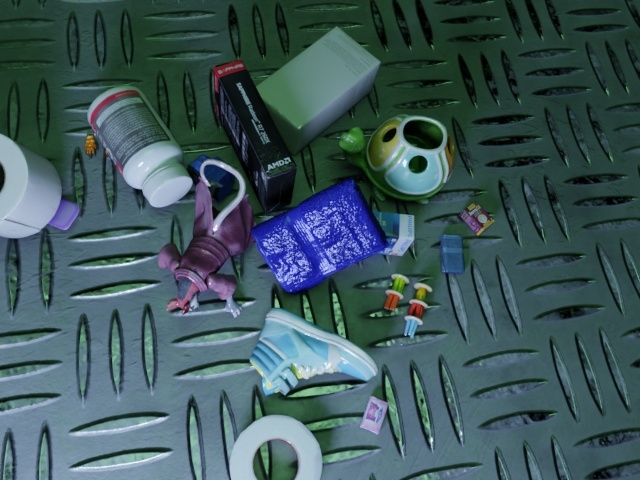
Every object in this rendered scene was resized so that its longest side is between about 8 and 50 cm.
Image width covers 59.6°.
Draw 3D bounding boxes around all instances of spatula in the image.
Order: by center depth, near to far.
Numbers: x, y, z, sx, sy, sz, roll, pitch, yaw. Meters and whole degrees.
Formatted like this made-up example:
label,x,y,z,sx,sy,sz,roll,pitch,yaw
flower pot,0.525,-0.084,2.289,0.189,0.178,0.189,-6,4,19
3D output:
label,x,y,z,sx,sy,sz,roll,pitch,yaw
spatula,-0.794,-0.116,1.522,0.296,0.030,0.084,25,66,3

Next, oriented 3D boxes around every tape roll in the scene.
label,x,y,z,sx,sy,sz,roll,pitch,yaw
tape roll,-0.107,0.532,1.335,0.219,0.072,0.219,3,69,-7
tape roll,-0.817,-0.137,1.422,0.246,0.169,0.246,0,82,2

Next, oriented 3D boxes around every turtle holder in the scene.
label,x,y,z,sx,sy,sz,roll,pitch,yaw
turtle holder,0.235,-0.264,1.615,0.320,0.227,0.243,33,69,6

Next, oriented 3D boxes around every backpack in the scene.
label,x,y,z,sx,sy,sz,roll,pitch,yaw
backpack,-0.309,-0.185,1.583,0.120,0.098,0.101,32,58,19

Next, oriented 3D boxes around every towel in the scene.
label,x,y,z,sx,sy,sz,roll,pitch,yaw
towel,0.000,0.000,1.442,0.308,0.076,0.228,-28,115,11
towel,0.383,0.039,1.621,0.067,0.029,0.120,4,67,-6

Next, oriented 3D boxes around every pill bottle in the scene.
label,x,y,z,sx,sy,sz,roll,pitch,yaw
pill bottle,-0.488,-0.254,1.540,0.176,0.176,0.319,-31,75,-18

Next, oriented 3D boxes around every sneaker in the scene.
label,x,y,z,sx,sy,sz,roll,pitch,yaw
sneaker,-0.030,0.324,1.403,0.319,0.127,0.208,23,65,12

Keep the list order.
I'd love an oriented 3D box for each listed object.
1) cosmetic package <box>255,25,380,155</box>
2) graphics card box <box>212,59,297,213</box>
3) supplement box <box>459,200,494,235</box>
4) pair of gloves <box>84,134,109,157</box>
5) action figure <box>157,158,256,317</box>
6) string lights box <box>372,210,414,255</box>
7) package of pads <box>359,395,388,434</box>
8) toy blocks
label,x,y,z,sx,sy,sz,roll,pitch,yaw
cosmetic package,-0.015,-0.458,1.698,0.197,0.155,0.365,44,70,11
graphics card box,-0.188,-0.286,1.564,0.094,0.233,0.371,-21,72,-16
supplement box,0.467,-0.066,1.667,0.055,0.043,0.083,-37,77,-19
pair of gloves,-0.638,-0.275,1.618,0.083,0.010,0.074,-5,69,-11
action figure,-0.272,0.029,1.420,0.248,0.276,0.370,23,53,-5
string lights box,0.118,-0.026,1.554,0.259,0.133,0.077,6,67,-5
package of pads,0.137,0.445,1.424,0.050,0.032,0.083,23,67,0
toy blocks,0.230,0.179,1.531,0.123,0.054,0.148,21,68,0
